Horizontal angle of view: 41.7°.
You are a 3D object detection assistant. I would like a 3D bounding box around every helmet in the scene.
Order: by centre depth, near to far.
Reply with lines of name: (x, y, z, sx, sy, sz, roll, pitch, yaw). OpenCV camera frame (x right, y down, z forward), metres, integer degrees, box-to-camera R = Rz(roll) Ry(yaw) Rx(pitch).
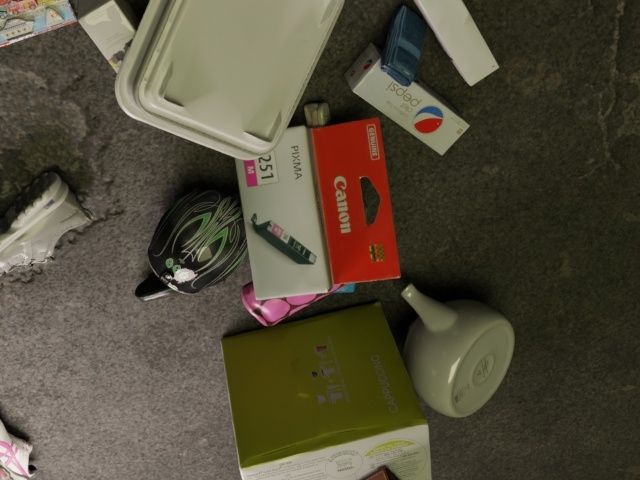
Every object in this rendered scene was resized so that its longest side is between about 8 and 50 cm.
helmet: (-0.197, -0.005, 1.423, 0.169, 0.169, 0.161, 31, 118, -30)

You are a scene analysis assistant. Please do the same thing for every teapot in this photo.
teapot: (0.256, 0.220, 1.696, 0.252, 0.187, 0.256, -1, 111, -47)

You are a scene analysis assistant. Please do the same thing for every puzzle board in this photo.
puzzle board: (-0.432, -0.341, 1.218, 0.128, 0.011, 0.096, -18, 127, -1)

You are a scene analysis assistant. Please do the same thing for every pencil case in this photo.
pencil case: (-0.030, 0.072, 1.467, 0.209, 0.095, 0.098, -28, 125, 14)

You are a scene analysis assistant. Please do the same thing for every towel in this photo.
towel: (0.134, -0.307, 1.330, 0.067, 0.120, 0.029, 28, 156, -32)

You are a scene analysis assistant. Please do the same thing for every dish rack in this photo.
dish rack: (-0.114, -0.290, 1.224, 0.285, 0.072, 0.333, 19, 101, -37)

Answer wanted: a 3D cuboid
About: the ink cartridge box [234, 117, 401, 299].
ink cartridge box: (-0.006, -0.052, 1.377, 0.238, 0.060, 0.275, -8, 93, 13)

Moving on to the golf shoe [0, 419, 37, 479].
golf shoe: (-0.625, 0.414, 1.681, 0.086, 0.067, 0.186, -28, 129, -34)

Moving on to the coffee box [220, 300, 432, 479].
coffee box: (0.012, 0.375, 1.637, 0.338, 0.338, 0.335, -12, 127, -5)

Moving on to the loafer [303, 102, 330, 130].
loafer: (-0.003, -0.178, 1.432, 0.039, 0.045, 0.125, 8, 126, 21)

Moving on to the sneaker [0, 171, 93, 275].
sneaker: (-0.500, 0.017, 1.395, 0.281, 0.105, 0.115, -38, 125, 12)

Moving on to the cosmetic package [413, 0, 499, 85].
cosmetic package: (0.189, -0.360, 1.311, 0.060, 0.099, 0.239, -34, 125, 10)

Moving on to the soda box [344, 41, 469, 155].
soda box: (0.146, -0.234, 1.408, 0.216, 0.069, 0.074, 31, 113, -29)

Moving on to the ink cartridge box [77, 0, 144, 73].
ink cartridge box: (-0.279, -0.283, 1.240, 0.061, 0.104, 0.181, -29, 128, 6)

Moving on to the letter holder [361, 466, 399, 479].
letter holder: (0.048, 0.576, 1.443, 0.301, 0.214, 0.152, -33, 126, 10)

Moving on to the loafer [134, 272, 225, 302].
loafer: (-0.252, 0.081, 1.535, 0.170, 0.062, 0.061, -18, 132, 0)

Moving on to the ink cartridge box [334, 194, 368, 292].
ink cartridge box: (0.000, 0.000, 1.527, 0.139, 0.082, 0.191, 0, 124, -13)
